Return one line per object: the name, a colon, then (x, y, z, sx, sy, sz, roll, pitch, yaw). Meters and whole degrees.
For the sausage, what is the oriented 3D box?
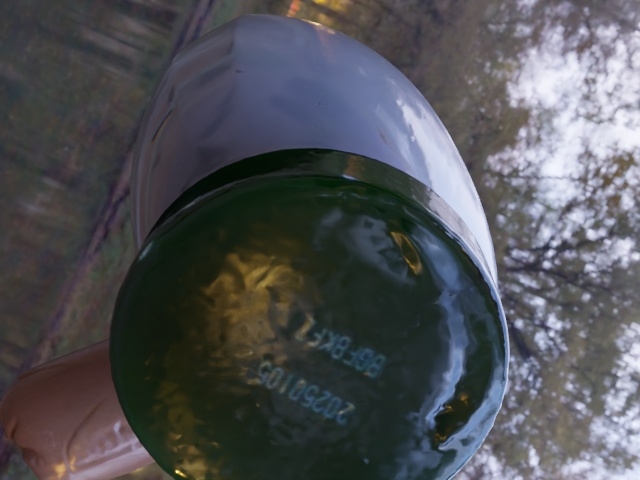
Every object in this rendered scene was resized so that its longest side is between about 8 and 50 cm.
sausage: (-0.132, 0.129, 0.837, 0.121, 0.304, 0.121, 159, -90, -85)

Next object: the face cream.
face cream: (0.000, 0.000, 0.635, 0.219, 0.312, 0.357, -25, -162, 11)
